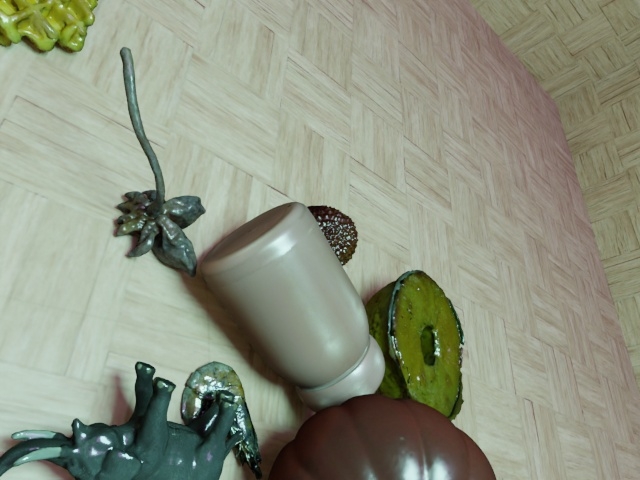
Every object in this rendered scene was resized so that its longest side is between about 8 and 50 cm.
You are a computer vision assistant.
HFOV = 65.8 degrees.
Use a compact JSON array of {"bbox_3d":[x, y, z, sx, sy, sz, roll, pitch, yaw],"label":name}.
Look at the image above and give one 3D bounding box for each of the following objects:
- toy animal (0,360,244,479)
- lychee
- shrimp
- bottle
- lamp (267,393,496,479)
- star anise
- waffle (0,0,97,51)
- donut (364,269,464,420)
[{"bbox_3d":[-0.195,0.203,0.524,0.269,0.082,0.137,23,84,-38],"label":"toy animal"},{"bbox_3d":[-0.003,0.001,0.843,0.129,0.123,0.123,-39,100,-15],"label":"lychee"},{"bbox_3d":[-0.127,0.240,0.644,0.091,0.034,0.161,-18,76,-38],"label":"shrimp"},{"bbox_3d":[-0.021,0.101,0.727,0.297,0.173,0.206,57,12,-16],"label":"bottle"},{"bbox_3d":[0.074,0.344,0.607,0.302,0.257,0.304,0,92,-11],"label":"lamp"},{"bbox_3d":[-0.189,-0.085,0.625,0.218,0.227,0.148,47,48,0],"label":"star anise"},{"bbox_3d":[-0.394,-0.361,0.674,0.219,0.057,0.229,46,42,-19],"label":"waffle"},{"bbox_3d":[0.164,0.196,0.900,0.272,0.107,0.272,29,49,-40],"label":"donut"}]
